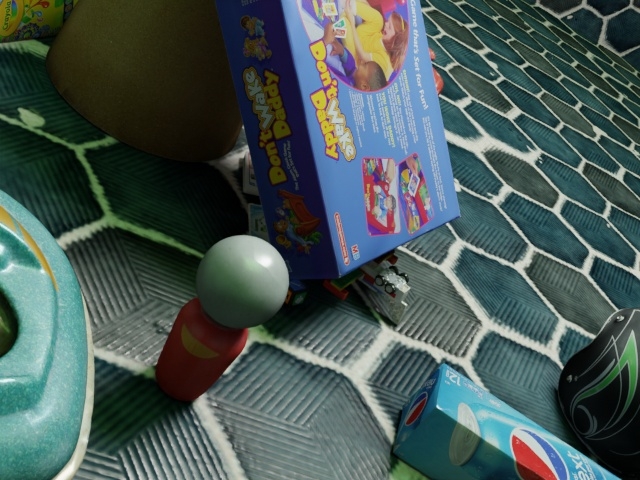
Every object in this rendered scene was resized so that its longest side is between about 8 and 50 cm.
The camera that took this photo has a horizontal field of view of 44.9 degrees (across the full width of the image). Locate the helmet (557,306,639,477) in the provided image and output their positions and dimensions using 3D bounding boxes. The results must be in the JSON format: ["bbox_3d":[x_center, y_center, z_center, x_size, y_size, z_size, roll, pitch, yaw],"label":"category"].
[{"bbox_3d":[0.367,0.162,0.859,0.169,0.162,0.169,25,32,-17],"label":"helmet"}]

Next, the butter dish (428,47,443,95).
[{"bbox_3d":[0.145,-0.268,1.275,0.160,0.118,0.160,37,31,1],"label":"butter dish"}]

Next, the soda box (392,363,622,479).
[{"bbox_3d":[0.173,0.206,0.699,0.210,0.071,0.067,33,31,-4],"label":"soda box"}]

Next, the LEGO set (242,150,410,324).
[{"bbox_3d":[0.000,0.000,0.862,0.182,0.060,0.244,11,36,-15],"label":"LEGO set"}]

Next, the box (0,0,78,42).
[{"bbox_3d":[-0.361,-0.400,0.905,0.290,0.177,0.279,41,31,9],"label":"box"}]

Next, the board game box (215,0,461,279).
[{"bbox_3d":[0.022,-0.160,0.770,0.233,0.078,0.347,-22,103,-49],"label":"board game box"}]

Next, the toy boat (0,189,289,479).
[{"bbox_3d":[-0.176,0.045,0.505,0.318,0.148,0.268,7,41,-38],"label":"toy boat"}]

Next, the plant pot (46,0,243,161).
[{"bbox_3d":[-0.141,-0.258,0.852,0.237,0.254,0.237,26,32,-18],"label":"plant pot"}]
